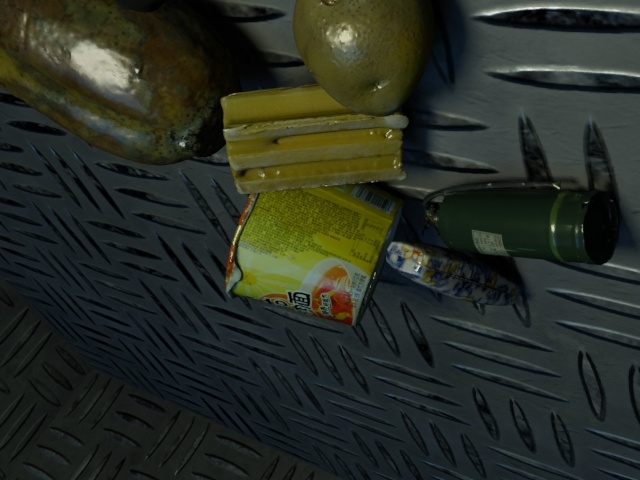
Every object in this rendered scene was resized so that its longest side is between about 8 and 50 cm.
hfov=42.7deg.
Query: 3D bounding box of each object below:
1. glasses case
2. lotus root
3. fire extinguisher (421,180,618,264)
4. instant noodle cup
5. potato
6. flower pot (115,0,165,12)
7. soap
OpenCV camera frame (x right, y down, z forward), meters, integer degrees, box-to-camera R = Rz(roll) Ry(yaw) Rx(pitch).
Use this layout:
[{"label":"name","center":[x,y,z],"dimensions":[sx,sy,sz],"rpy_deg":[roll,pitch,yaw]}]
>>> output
[{"label":"glasses case","center":[0.191,0.048,1.173],"dimensions":[0.248,0.065,0.087],"rpy_deg":[17,-173,-42]},{"label":"lotus root","center":[-0.269,-0.246,1.117],"dimensions":[0.346,0.250,0.250],"rpy_deg":[32,153,5]},{"label":"fire extinguisher","center":[0.233,-0.027,1.075],"dimensions":[0.294,0.093,0.118],"rpy_deg":[6,142,46]},{"label":"instant noodle cup","center":[0.000,0.000,1.231],"dimensions":[0.200,0.264,0.264],"rpy_deg":[20,152,7]},{"label":"potato","center":[0.053,-0.221,0.917],"dimensions":[0.157,0.157,0.194],"rpy_deg":[22,164,23]},{"label":"flower pot","center":[-0.183,-0.352,0.952],"dimensions":[0.107,0.157,0.157],"rpy_deg":[-1,139,31]},{"label":"soap","center":[-0.006,-0.135,1.064],"dimensions":[0.233,0.076,0.135],"rpy_deg":[-4,145,2]}]
